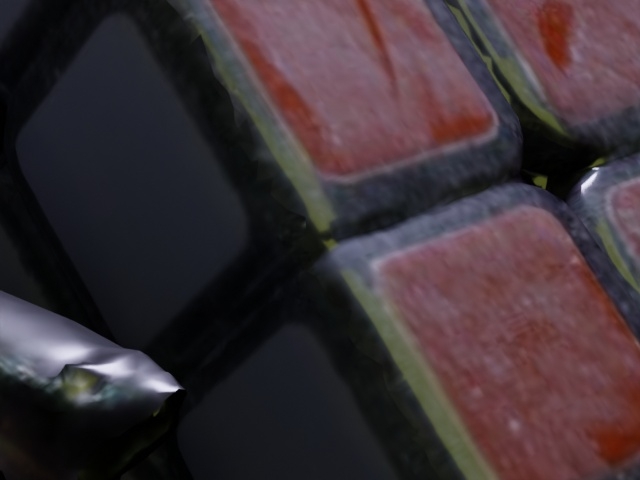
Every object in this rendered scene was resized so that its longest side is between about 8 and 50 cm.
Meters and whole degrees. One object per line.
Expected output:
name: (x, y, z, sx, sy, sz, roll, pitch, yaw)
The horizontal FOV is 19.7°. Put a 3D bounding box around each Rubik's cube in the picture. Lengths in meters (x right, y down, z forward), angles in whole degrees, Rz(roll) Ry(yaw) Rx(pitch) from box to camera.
Rubik's cube: (0.000, 0.000, 0.661, 0.305, 0.301, 0.303, -16, 71, -43)

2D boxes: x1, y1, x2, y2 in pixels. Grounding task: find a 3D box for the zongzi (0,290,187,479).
zongzi: (-0.193, 0.127, 0.510, 0.384, 0.362, 0.319, 18, 33, 25)
